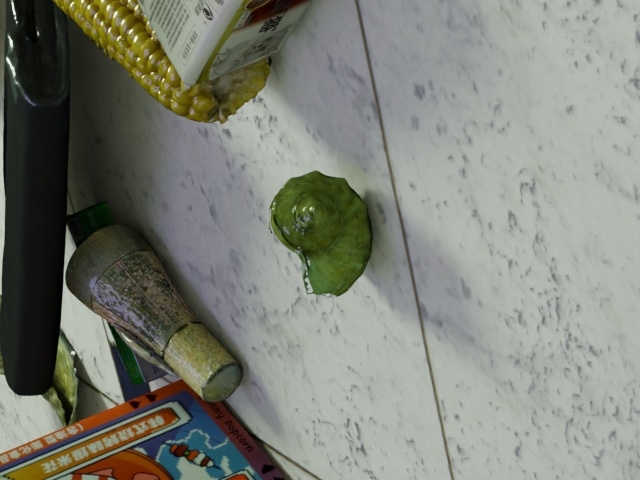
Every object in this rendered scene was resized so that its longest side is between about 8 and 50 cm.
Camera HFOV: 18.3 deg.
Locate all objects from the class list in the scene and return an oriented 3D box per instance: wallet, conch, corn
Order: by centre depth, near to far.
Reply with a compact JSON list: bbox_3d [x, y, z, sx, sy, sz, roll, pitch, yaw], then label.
[{"bbox_3d":[0.000,0.000,1.425,0.121,0.074,0.089,78,-162,-73],"label":"conch"},{"bbox_3d":[-0.154,-0.204,1.519,0.318,0.115,0.115,47,149,35],"label":"corn"},{"bbox_3d":[-0.264,-0.063,1.825,0.406,0.062,0.228,100,167,-47],"label":"wallet"}]

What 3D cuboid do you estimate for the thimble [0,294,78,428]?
[{"bbox_3d":[-0.396,0.200,2.181,0.271,0.270,0.150,52,155,30],"label":"thimble"}]

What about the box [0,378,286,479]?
[{"bbox_3d":[-0.179,0.352,1.764,0.318,0.348,0.257,49,150,38],"label":"box"}]

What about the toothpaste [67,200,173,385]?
[{"bbox_3d":[-0.194,0.051,1.914,0.043,0.037,0.178,-19,94,62],"label":"toothpaste"}]

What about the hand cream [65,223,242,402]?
[{"bbox_3d":[-0.142,0.073,1.794,0.203,0.084,0.084,43,147,29],"label":"hand cream"}]

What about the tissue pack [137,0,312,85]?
[{"bbox_3d":[-0.060,-0.191,1.356,0.106,0.099,0.149,61,155,9],"label":"tissue pack"}]
